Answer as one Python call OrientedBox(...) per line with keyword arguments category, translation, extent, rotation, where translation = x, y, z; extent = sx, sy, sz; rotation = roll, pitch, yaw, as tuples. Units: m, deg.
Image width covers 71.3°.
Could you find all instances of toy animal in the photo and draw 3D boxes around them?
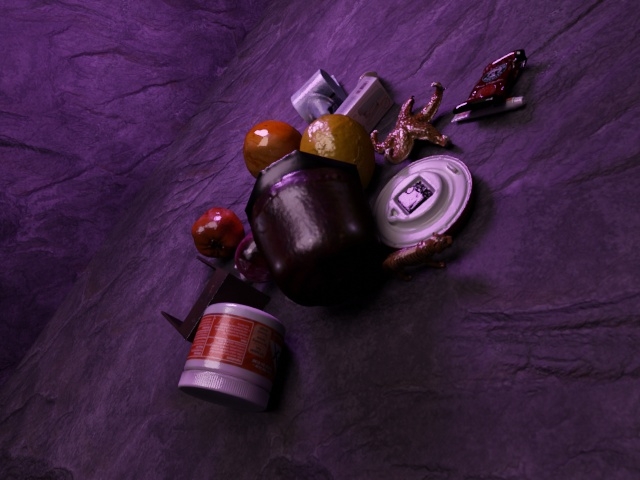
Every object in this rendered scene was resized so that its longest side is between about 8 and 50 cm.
OrientedBox(category="toy animal", translation=(0.236, 0.046, 1.147), extent=(0.241, 0.099, 0.057), rotation=(-24, 44, 29))

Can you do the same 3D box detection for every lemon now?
OrientedBox(category="lemon", translation=(0.054, -0.269, 1.467), extent=(0.253, 0.253, 0.311), rotation=(-24, 68, 30))

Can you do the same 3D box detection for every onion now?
OrientedBox(category="onion", translation=(-0.188, 0.043, 1.485), extent=(0.207, 0.201, 0.201), rotation=(-16, 47, 14))

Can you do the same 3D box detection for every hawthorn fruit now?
OrientedBox(category="hawthorn fruit", translation=(-0.410, -0.050, 1.814), extent=(0.207, 0.207, 0.243), rotation=(-35, 36, 19))

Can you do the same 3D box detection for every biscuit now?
OrientedBox(category="biscuit", translation=(0.503, -0.458, 1.312), extent=(0.151, 0.063, 0.235), rotation=(5, 56, 54))

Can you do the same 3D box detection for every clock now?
OrientedBox(category="clock", translation=(0.276, -0.109, 1.253), extent=(0.318, 0.080, 0.319), rotation=(-26, 44, 28))

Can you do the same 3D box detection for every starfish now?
OrientedBox(category="starfish", translation=(0.296, -0.364, 1.424), extent=(0.303, 0.113, 0.312), rotation=(-47, 35, 6))

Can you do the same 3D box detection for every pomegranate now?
OrientedBox(category="pomegranate", translation=(-0.174, -0.338, 1.755), extent=(0.264, 0.264, 0.264), rotation=(-26, 44, 28))

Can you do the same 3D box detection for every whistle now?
OrientedBox(category="whistle", translation=(0.021, -0.585, 1.864), extent=(0.168, 0.188, 0.405), rotation=(-38, 6, 23))

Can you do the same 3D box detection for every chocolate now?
OrientedBox(category="chocolate", translation=(0.000, 0.000, 1.220), extent=(0.383, 0.383, 0.331), rotation=(-40, 42, 13))

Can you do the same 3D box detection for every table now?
OrientedBox(category="table", translation=(-0.368, 0.226, 1.539), extent=(0.282, 0.196, 0.251), rotation=(15, 72, 52))

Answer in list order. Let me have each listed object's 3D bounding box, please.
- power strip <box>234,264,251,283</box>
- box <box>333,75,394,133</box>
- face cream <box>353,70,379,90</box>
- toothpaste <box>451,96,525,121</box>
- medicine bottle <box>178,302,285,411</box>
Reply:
OrientedBox(category="power strip", translation=(-0.202, 0.047, 1.631), extent=(0.270, 0.046, 0.118), rotation=(-39, 42, 12))
OrientedBox(category="box", translation=(0.138, -0.454, 1.635), extent=(0.269, 0.135, 0.079), rotation=(-50, 37, -1))
OrientedBox(category="face cream", translation=(0.177, -0.627, 1.765), extent=(0.114, 0.070, 0.224), rotation=(-42, 17, 11))
OrientedBox(category="toothpaste", translation=(0.488, -0.383, 1.308), extent=(0.218, 0.033, 0.052), rotation=(0, 51, 49))
OrientedBox(category="medicine bottle", translation=(-0.244, 0.332, 1.268), extent=(0.252, 0.252, 0.241), rotation=(-12, 51, 39))
